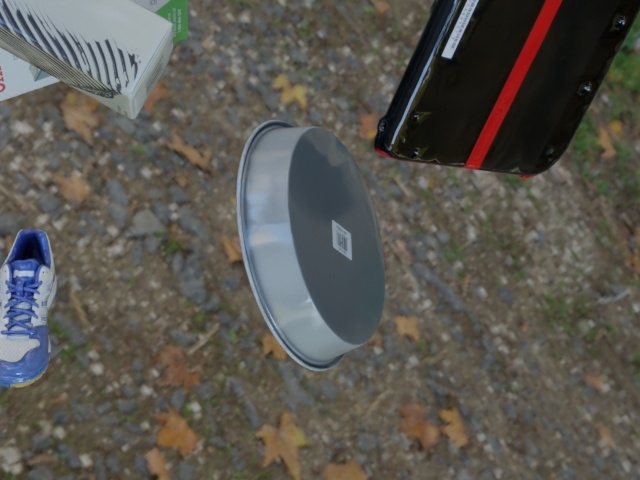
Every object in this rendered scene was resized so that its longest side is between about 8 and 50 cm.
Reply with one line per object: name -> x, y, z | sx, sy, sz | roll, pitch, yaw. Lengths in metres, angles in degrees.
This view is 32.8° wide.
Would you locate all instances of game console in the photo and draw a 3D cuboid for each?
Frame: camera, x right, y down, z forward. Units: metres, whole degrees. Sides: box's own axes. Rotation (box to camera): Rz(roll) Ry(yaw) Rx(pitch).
game console -> 0.253, -0.259, 1.338 | 0.342, 0.387, 0.060 | 4, 28, -41

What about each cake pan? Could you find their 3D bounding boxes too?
cake pan -> 0.000, 0.000, 1.238 | 0.293, 0.054, 0.293 | 40, 44, -54

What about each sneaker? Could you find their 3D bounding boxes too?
sneaker -> -0.479, 0.099, 1.716 | 0.111, 0.131, 0.296 | 1, 37, -11

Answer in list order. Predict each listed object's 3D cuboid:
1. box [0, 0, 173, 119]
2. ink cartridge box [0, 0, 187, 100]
box -> -0.292, -0.238, 1.123 | 0.275, 0.094, 0.113 | 28, -10, -3
ink cartridge box -> -0.318, -0.308, 1.337 | 0.289, 0.211, 0.122 | -23, 67, -17
